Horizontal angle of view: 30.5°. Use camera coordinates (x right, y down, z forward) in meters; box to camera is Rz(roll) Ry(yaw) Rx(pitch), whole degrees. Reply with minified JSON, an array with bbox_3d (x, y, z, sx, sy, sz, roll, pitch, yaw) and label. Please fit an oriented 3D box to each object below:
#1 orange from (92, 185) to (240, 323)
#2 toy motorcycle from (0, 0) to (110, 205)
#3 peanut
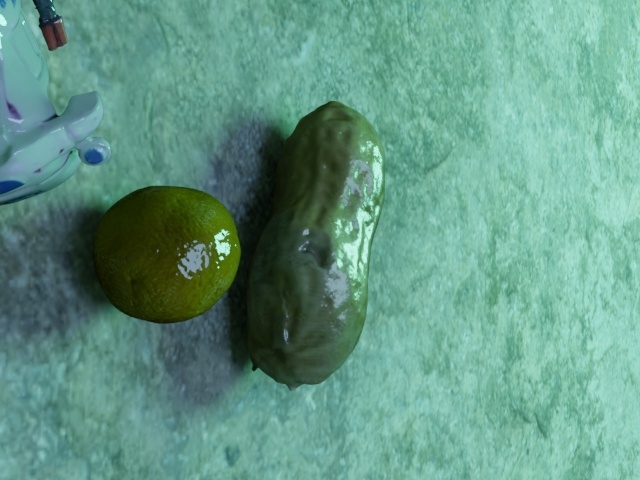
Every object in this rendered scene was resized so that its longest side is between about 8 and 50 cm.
[{"bbox_3d":[-0.092,0.007,0.713,0.095,0.085,0.085,-40,124,-56],"label":"orange"},{"bbox_3d":[-0.161,-0.097,0.520,0.150,0.102,0.221,71,-1,-46],"label":"toy motorcycle"},{"bbox_3d":[0.000,0.000,0.841,0.099,0.100,0.214,42,58,-49],"label":"peanut"}]
